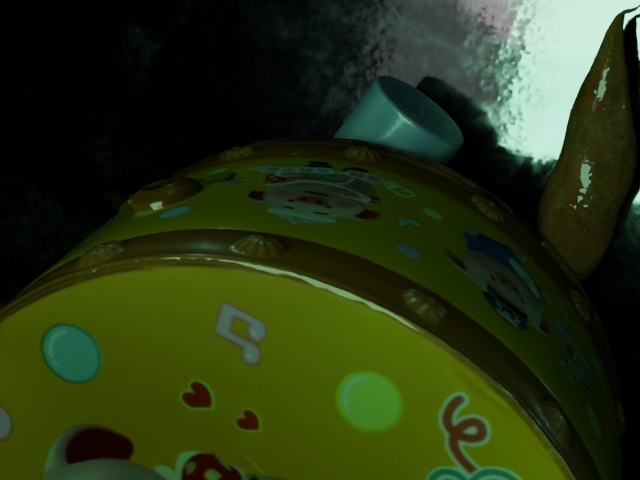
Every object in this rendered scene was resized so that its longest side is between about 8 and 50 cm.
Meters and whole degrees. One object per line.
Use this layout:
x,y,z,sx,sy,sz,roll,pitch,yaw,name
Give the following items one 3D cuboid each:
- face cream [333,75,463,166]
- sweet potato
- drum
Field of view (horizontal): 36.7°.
0.000,0.000,0.705,0.077,0.077,0.250,45,117,15,face cream
0.176,-0.054,0.619,0.056,0.056,0.194,17,102,25,sweet potato
-0.018,0.161,0.610,0.431,0.214,0.431,5,111,14,drum
